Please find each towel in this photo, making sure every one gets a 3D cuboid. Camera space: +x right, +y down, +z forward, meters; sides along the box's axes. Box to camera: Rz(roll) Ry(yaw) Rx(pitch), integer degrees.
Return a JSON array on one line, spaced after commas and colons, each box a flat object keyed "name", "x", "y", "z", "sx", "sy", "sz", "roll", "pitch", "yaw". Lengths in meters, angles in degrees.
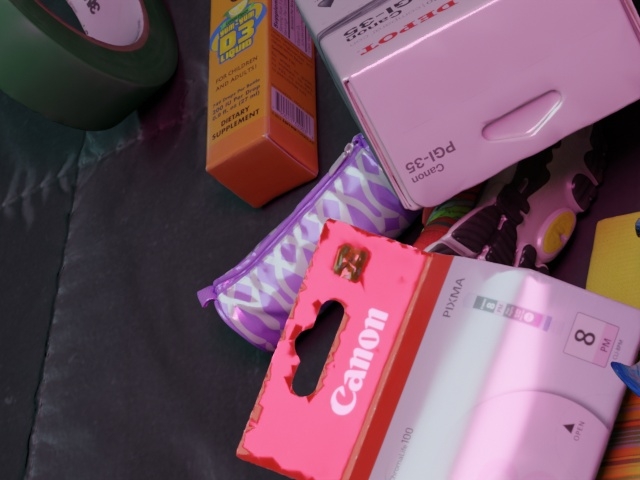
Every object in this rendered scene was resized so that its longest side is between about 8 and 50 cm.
[{"name": "towel", "x": 0.223, "y": 0.084, "z": 1.374, "sx": 0.102, "sy": 0.021, "sz": 0.237, "roll": -12, "pitch": 56, "yaw": 39}]

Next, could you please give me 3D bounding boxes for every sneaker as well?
[{"name": "sneaker", "x": 0.112, "y": 0.007, "z": 1.476, "sx": 0.279, "sy": 0.107, "sz": 0.118, "roll": -52, "pitch": 22, "yaw": -26}]

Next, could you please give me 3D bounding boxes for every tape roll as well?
[{"name": "tape roll", "x": -0.278, "y": -0.254, "z": 1.917, "sx": 0.077, "sy": 0.321, "sz": 0.321, "roll": -40, "pitch": 41, "yaw": 22}]

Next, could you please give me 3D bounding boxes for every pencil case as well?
[{"name": "pencil case", "x": 0.000, "y": 0.000, "z": 1.622, "sx": 0.206, "sy": 0.088, "sz": 0.086, "roll": -48, "pitch": 37, "yaw": 14}]

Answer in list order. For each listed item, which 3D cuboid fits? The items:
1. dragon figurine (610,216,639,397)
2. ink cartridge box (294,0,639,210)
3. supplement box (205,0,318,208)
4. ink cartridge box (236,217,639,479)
[{"name": "dragon figurine", "x": 0.245, "y": 0.078, "z": 1.242, "sx": 0.289, "sy": 0.085, "sz": 0.144, "roll": 35, "pitch": 101, "yaw": 52}, {"name": "ink cartridge box", "x": 0.107, "y": -0.156, "z": 1.478, "sx": 0.207, "sy": 0.117, "sz": 0.283, "roll": -28, "pitch": 21, "yaw": 2}, {"name": "supplement box", "x": -0.053, "y": -0.149, "z": 1.796, "sx": 0.078, "sy": 0.080, "sz": 0.233, "roll": -28, "pitch": 43, "yaw": 29}, {"name": "ink cartridge box", "x": 0.082, "y": 0.100, "z": 1.337, "sx": 0.066, "sy": 0.232, "sz": 0.189, "roll": 99, "pitch": -168, "yaw": -77}]
